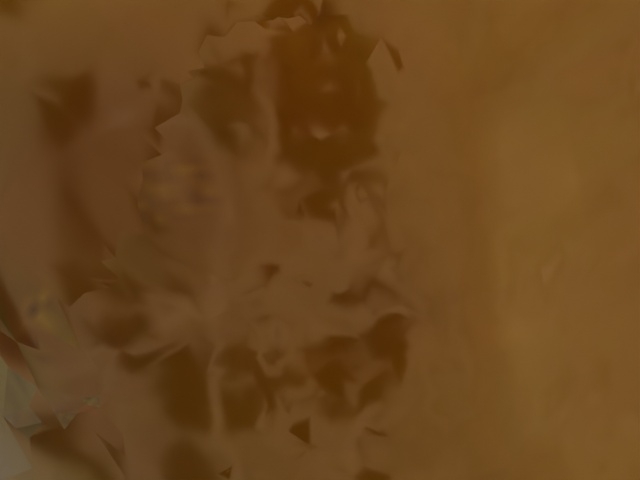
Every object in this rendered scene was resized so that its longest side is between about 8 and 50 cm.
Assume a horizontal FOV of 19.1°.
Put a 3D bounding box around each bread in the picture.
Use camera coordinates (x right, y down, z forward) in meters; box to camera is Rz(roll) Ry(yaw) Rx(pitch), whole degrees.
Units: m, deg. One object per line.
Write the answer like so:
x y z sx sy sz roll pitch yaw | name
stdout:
0.000 0.000 0.528 0.348 0.253 0.376 15 -52 35 | bread
